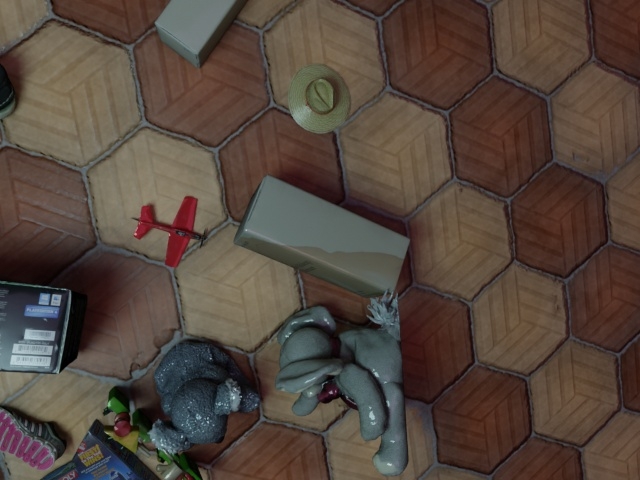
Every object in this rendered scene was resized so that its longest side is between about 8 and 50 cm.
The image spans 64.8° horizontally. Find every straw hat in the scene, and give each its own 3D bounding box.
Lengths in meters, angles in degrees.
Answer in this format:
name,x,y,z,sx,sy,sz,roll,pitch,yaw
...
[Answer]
name,x,y,z,sx,sy,sz,roll,pitch,yaw
straw hat,0.002,-0.294,1.026,0.145,0.061,0.144,-1,95,-12

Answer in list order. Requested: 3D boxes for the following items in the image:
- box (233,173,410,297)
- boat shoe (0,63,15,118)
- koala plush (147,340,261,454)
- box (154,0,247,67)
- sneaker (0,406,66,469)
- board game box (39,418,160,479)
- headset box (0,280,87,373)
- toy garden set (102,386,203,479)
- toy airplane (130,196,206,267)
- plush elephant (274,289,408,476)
name,x,y,z,sx,sy,sz,roll,pitch,yaw
box,0.000,0.000,0.999,0.311,0.148,0.121,23,74,-12
boat shoe,-0.666,-0.225,0.793,0.340,0.113,0.127,-21,83,-37
koala plush,-0.230,0.306,0.949,0.196,0.221,0.203,-29,100,-8
box,-0.189,-0.471,0.946,0.094,0.113,0.275,35,86,-12
sneaker,-0.562,0.374,0.970,0.171,0.075,0.063,27,89,10
board game box,-0.450,0.470,1.000,0.194,0.060,0.194,-27,99,-8
headset box,-0.536,0.136,0.836,0.247,0.283,0.131,8,80,-18
toy garden set,-0.319,0.393,0.944,0.049,0.204,0.244,-45,101,-19
toy airplane,-0.302,-0.025,1.003,0.151,0.028,0.151,-1,97,-12
plush elephant,0.032,0.260,0.986,0.256,0.272,0.329,-3,108,8
